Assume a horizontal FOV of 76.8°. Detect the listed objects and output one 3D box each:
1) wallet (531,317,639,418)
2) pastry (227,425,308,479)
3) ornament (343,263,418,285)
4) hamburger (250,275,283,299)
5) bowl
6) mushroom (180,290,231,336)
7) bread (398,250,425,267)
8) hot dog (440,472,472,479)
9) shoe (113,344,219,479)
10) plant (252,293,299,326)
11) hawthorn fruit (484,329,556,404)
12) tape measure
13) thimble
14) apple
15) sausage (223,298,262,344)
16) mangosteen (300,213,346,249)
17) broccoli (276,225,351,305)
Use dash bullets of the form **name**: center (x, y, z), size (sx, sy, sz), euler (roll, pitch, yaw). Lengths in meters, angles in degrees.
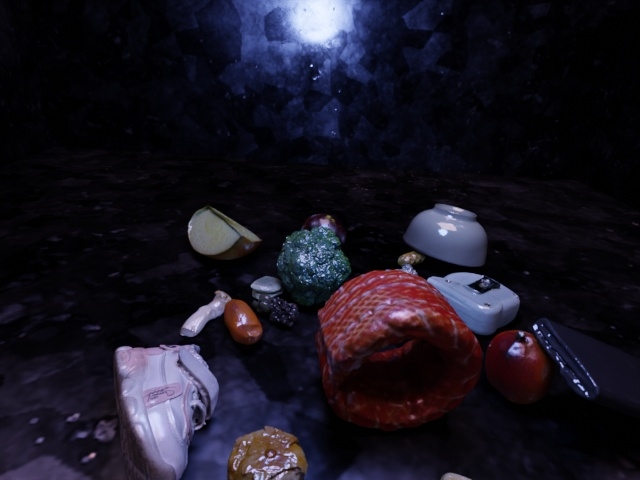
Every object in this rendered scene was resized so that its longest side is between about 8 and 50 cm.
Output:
- **wallet**: center (0.705, 0.327, 0.946), size (0.406, 0.062, 0.228), euler (23, 29, -16)
- **pastry**: center (-0.100, 0.423, 0.762), size (0.154, 0.081, 0.153), euler (-2, 17, 1)
- **ornament**: center (0.209, 0.173, 1.334), size (0.286, 0.130, 0.120), euler (-17, 14, -24)
- **hamburger**: center (-0.170, 0.160, 1.367), size (0.084, 0.054, 0.121), euler (12, 18, 20)
- **bowl**: center (0.542, -0.042, 1.701), size (0.354, 0.185, 0.354), euler (12, 17, -4)
- **mushroom**: center (-0.341, 0.218, 1.212), size (0.059, 0.054, 0.202), euler (16, 31, 21)
- **bread**: center (0.362, 0.078, 1.633), size (0.110, 0.060, 0.066), euler (-15, 18, -31)
- **hot dog**: center (0.216, 0.500, 0.655), size (0.084, 0.073, 0.242), euler (15, 27, 17)
- **shoe**: center (-0.307, 0.326, 0.831), size (0.198, 0.171, 0.351), euler (-7, 28, -30)
- **plant**: center (-0.141, 0.208, 1.242), size (0.174, 0.087, 0.085), euler (17, 52, 34)
- **hawthorn fruit**: center (0.499, 0.303, 1.003), size (0.169, 0.188, 0.169), euler (-2, 33, 1)
- **tape measure**: center (0.501, 0.188, 1.332), size (0.246, 0.125, 0.243), euler (-14, 31, -34)
- **thimble**: center (0.163, 0.241, 0.912), size (0.351, 0.349, 0.230), euler (0, 25, -9)
- **apple**: center (-0.370, -0.020, 1.579), size (0.254, 0.179, 0.346), euler (-27, 39, -30)
- **sausage**: center (-0.224, 0.237, 1.159), size (0.089, 0.089, 0.179), euler (-9, 31, -28)
- **mangosteen**: center (0.000, 0.000, 1.623), size (0.192, 0.192, 0.217), euler (15, 59, 22)
- **broccoli**: center (-0.011, 0.087, 1.361), size (0.270, 0.269, 0.270), euler (18, -3, 27)
